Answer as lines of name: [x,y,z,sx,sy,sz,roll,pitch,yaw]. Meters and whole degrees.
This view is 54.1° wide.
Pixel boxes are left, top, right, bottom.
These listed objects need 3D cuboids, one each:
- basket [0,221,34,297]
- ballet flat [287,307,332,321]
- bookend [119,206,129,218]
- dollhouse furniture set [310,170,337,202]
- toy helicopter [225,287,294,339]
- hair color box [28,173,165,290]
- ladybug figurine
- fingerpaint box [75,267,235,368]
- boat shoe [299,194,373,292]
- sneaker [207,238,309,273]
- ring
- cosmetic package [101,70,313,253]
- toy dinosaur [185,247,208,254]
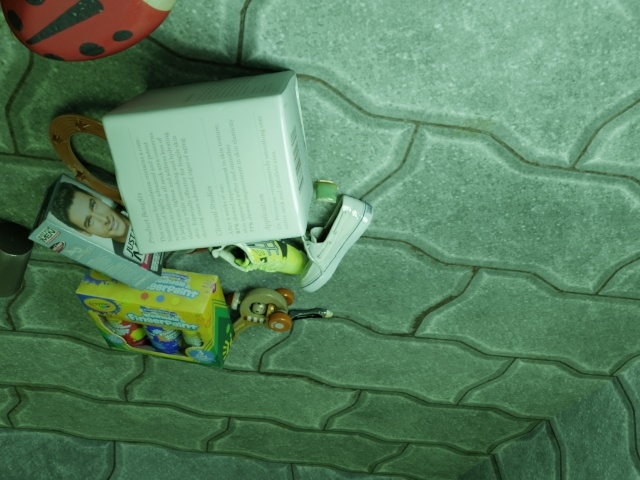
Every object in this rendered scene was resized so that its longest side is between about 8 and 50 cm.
basket: [-1.019,0.057,2.000,0.204,0.154,0.227,27,130,-30]
ballet flat: [-0.039,0.286,2.366,0.173,0.049,0.057,-3,141,3]
bookend: [-0.479,-0.095,1.865,0.157,0.072,0.156,-28,127,31]
dollhouse furniture set: [-0.021,-0.161,1.804,0.151,0.076,0.058,6,141,-7]
toy helicopter: [-0.273,0.272,2.281,0.235,0.140,0.355,30,133,-26]
hair color box: [-0.650,-0.018,1.881,0.374,0.185,0.113,32,131,-33]
ladybug figurine: [-0.487,-0.512,1.303,0.449,0.162,0.305,-23,136,25]
fingerpaint box: [-0.555,0.258,2.166,0.444,0.163,0.371,8,141,10]
boat shoe: [0.001,0.004,1.943,0.156,0.136,0.367,26,123,-19]
sneaker: [-0.207,0.048,1.999,0.384,0.147,0.145,21,134,-28]
ring: [-0.582,-0.202,1.682,0.336,0.032,0.336,19,148,13]
cosmetic package: [-0.240,-0.195,1.487,0.393,0.327,0.329,-5,114,6]
toy dinosaur: [-0.381,0.032,2.036,0.047,0.090,0.082,48,165,-31]
